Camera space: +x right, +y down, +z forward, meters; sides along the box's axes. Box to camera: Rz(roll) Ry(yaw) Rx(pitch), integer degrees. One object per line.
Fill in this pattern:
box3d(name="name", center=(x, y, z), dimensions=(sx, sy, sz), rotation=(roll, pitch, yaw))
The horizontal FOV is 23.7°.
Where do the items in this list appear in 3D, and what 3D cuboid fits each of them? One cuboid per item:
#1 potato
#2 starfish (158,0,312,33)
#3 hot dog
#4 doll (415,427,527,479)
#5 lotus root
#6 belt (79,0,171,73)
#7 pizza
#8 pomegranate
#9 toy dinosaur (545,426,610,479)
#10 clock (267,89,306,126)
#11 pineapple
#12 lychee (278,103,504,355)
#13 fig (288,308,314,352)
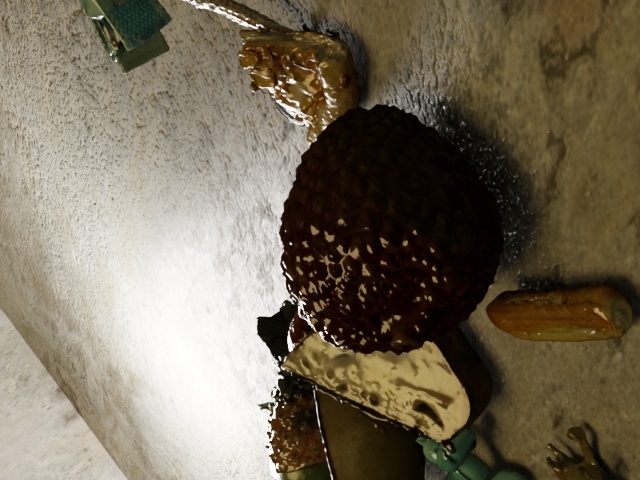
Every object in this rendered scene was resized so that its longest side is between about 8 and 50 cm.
box3d(name="potato", center=(0.083, 0.294, 1.994), dimensions=(0.239, 0.116, 0.299), rotation=(68, -172, -50))
box3d(name="starfish", center=(-0.195, -0.352, 1.731), dimensions=(0.384, 0.132, 0.398), rotation=(29, 156, 40))
box3d(name="hot dog", center=(0.241, 0.071, 1.519), dimensions=(0.066, 0.047, 0.216), rotation=(47, 160, -13))
box3d(name="doll", center=(0.188, 0.291, 1.879), dimensions=(0.159, 0.059, 0.158), rotation=(42, 163, -12))
box3d(name="lotus root", center=(0.082, 0.137, 1.809), dimensions=(0.261, 0.074, 0.170), rotation=(27, 124, 25))
box3d(name="belt", center=(-0.247, -0.320, 1.588), dimensions=(0.087, 0.072, 0.302), rotation=(11, 131, 63))
box3d(name="pizza", center=(-0.026, -0.180, 1.681), dimensions=(0.161, 0.062, 0.182), rotation=(37, 156, -1))
box3d(name="pomegranate", center=(-0.023, 0.293, 2.248), dimensions=(0.191, 0.131, 0.152), rotation=(67, 160, -2))
box3d(name="toy dinosaur", center=(0.306, 0.271, 1.666), dimensions=(0.162, 0.039, 0.126), rotation=(41, 162, 25))
box3d(name="clock", center=(-0.039, -0.170, 1.829), dimensions=(0.083, 0.010, 0.074), rotation=(43, 153, 32))
box3d(name="pineapple", center=(-0.034, 0.201, 2.129), dimensions=(0.119, 0.111, 0.237), rotation=(147, 114, -71))
box3d(name="lychee", center=(0.068, -0.011, 1.552), dimensions=(0.236, 0.236, 0.271), rotation=(109, 150, -62))
box3d(name="fig", center=(0.013, 0.119, 1.978), dimensions=(0.119, 0.119, 0.153), rotation=(62, 176, -9))
